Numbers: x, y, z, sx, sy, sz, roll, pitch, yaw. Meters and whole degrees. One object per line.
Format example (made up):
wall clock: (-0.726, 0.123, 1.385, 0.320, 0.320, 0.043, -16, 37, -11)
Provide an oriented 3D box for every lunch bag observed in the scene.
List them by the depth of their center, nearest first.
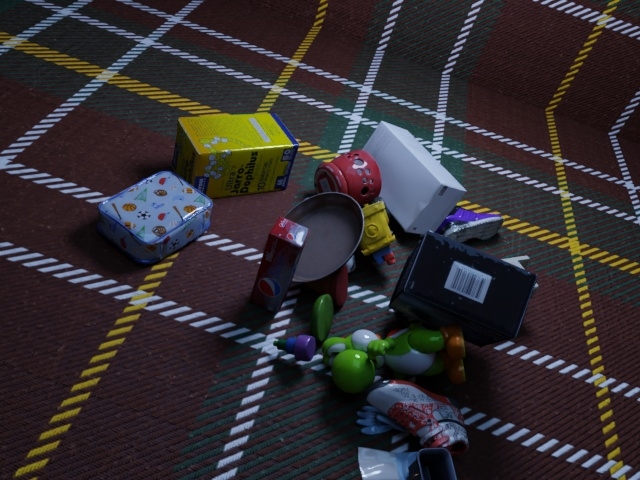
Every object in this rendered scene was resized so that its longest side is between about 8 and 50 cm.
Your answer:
lunch bag: (-0.476, -0.078, 1.731, 0.243, 0.115, 0.303, 33, 42, 18)

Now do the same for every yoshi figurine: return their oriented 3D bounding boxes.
yoshi figurine: (0.178, 0.311, 1.492, 0.362, 0.203, 0.204, -4, 82, 10)

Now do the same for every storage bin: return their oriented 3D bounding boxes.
storage bin: (0.241, 0.546, 1.331, 0.098, 0.091, 0.135, 3, 54, -18)

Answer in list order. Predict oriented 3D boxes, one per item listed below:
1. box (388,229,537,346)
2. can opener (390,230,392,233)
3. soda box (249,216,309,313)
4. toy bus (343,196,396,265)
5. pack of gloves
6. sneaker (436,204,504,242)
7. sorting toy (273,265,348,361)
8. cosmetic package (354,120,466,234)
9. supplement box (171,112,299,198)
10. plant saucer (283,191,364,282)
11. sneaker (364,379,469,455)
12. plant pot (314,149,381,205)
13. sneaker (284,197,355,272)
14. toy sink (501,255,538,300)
box: (0.362, 0.141, 1.584, 0.296, 0.294, 0.183, 23, 77, 5)
can opener: (0.214, -0.060, 2.036, 0.073, 0.059, 0.186, 28, 39, -5)
soda box: (-0.112, 0.070, 1.596, 0.092, 0.263, 0.083, 24, 39, 3)
toy bus: (0.167, -0.014, 1.880, 0.149, 0.220, 0.211, -27, 90, 2)
pack of gloves: (0.201, 0.482, 1.436, 0.232, 0.046, 0.195, 9, 41, -14)
sneaker: (0.528, -0.077, 2.154, 0.293, 0.102, 0.146, -8, 47, -30)
sorting toy: (-0.032, 0.190, 1.641, 0.126, 0.127, 0.365, 6, 34, 20)
cosmetic package: (0.303, -0.221, 2.106, 0.156, 0.217, 0.385, 7, 39, -44)
supplement box: (-0.283, -0.281, 1.973, 0.356, 0.194, 0.195, -11, 49, -31)
plant saucer: (-0.006, -0.004, 1.747, 0.310, 0.050, 0.311, -18, 50, 23)
sneaker: (0.236, 0.430, 1.424, 0.270, 0.090, 0.145, 20, 34, -20)
plant pot: (0.089, -0.201, 2.044, 0.174, 0.191, 0.191, -21, 55, -33)
sneaker: (0.000, 0.000, 1.869, 0.129, 0.111, 0.297, -31, 60, -18)
toy sink: (0.577, 0.156, 1.876, 0.234, 0.153, 0.131, -6, 47, -29)
